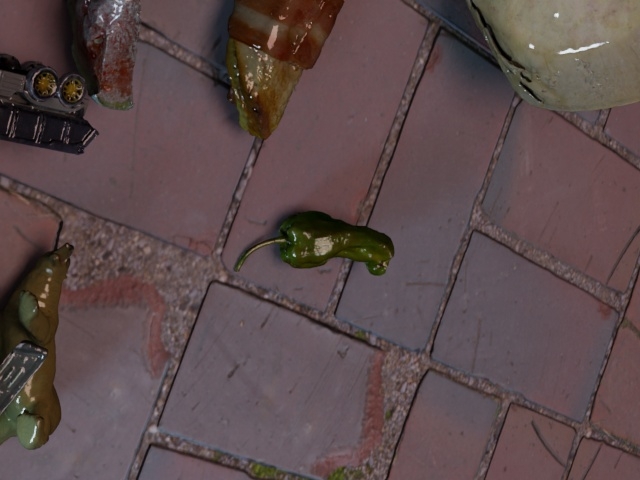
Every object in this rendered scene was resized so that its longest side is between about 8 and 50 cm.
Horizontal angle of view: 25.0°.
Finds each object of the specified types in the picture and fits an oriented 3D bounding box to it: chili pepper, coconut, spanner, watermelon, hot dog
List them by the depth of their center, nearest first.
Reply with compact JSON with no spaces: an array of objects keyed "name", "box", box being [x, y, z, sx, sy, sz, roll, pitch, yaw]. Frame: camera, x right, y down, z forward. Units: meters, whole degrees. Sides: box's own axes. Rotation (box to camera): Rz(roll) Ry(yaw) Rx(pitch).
[{"name":"spanner","box":[-0.366,0.225,1.362,0.093,0.026,0.325,39,91,-16]},{"name":"watermelon","box":[-0.207,-0.226,1.404,0.071,0.139,0.187,2,79,-16]},{"name":"hot dog","box":[-0.045,-0.246,1.576,0.123,0.093,0.262,18,102,-53]},{"name":"chili pepper","box":[0.001,0.001,1.692,0.204,0.072,0.073,5,78,-38]},{"name":"coconut","box":[0.352,-0.320,1.786,0.352,0.352,0.353,-12,108,-41]}]

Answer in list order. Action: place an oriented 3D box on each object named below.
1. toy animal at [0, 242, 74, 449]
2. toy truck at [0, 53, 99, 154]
[{"name":"toy animal","box":[-0.291,0.113,1.438,0.101,0.103,0.219,-18,111,-61]},{"name":"toy truck","box":[-0.305,-0.130,1.360,0.192,0.083,0.092,10,98,-45]}]
